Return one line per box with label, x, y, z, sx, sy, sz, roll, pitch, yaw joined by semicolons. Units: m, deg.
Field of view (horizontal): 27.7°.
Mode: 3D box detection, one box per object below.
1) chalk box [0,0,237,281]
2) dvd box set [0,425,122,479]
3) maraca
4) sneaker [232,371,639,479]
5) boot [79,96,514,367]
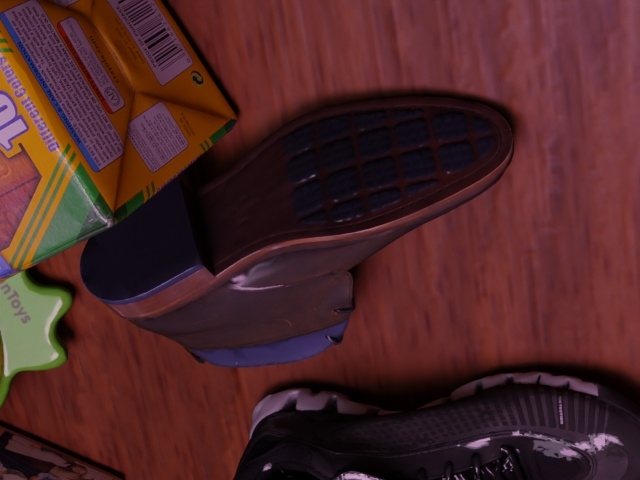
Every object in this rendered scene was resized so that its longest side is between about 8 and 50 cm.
chalk box;-0.178;-0.051;0.655;0.213;0.132;0.132;-25;103;32
dvd box set;-0.349;0.216;0.917;0.420;0.062;0.307;21;123;13
maraca;-0.234;0.063;0.768;0.186;0.099;0.127;-33;97;8
sneaker;0.052;0.125;0.664;0.234;0.106;0.078;-5;115;26
boot;0.000;0.000;0.656;0.219;0.082;0.106;-18;145;13
